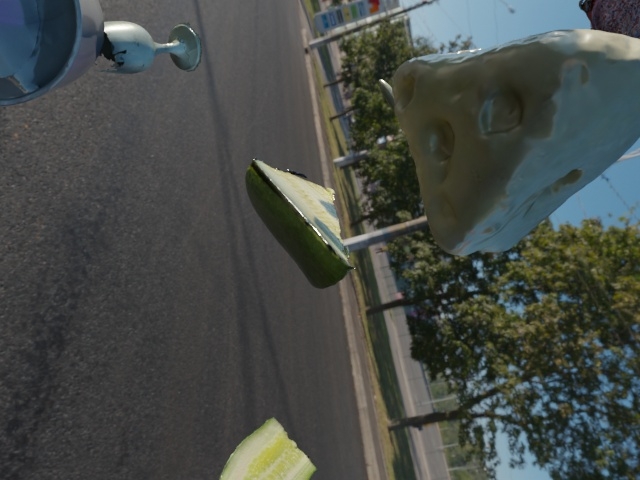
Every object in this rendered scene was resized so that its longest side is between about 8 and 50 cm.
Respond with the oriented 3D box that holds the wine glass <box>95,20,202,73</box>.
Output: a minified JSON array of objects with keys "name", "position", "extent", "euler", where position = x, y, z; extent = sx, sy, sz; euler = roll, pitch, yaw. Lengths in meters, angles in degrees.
[{"name":"wine glass","position":[-0.487,-0.538,1.290],"extent":[0.321,0.143,0.143],"euler":[-30,107,-51]}]

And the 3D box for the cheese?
[{"name":"cheese","position":[0.201,-0.142,0.492],"extent":[0.174,0.248,0.251],"euler":[-4,66,-37]}]

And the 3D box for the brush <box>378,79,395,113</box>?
[{"name":"brush","position":[0.189,-0.191,0.889],"extent":[0.042,0.039,0.299],"euler":[-12,68,-49]}]

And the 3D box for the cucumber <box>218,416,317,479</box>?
[{"name":"cucumber","position":[-0.055,0.206,0.391],"extent":[0.067,0.035,0.107],"euler":[45,26,15]}]

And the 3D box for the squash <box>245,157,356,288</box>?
[{"name":"squash","position":[0.000,0.000,0.655],"extent":[0.169,0.093,0.252],"euler":[13,27,-47]}]

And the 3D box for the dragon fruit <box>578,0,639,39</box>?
[{"name":"dragon fruit","position":[0.475,-0.365,0.722],"extent":[0.112,0.126,0.068],"euler":[56,30,-27]}]

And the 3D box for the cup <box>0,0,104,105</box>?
[{"name":"cup","position":[-0.478,-0.359,0.729],"extent":[0.371,0.253,0.253],"euler":[-122,-168,-64]}]
